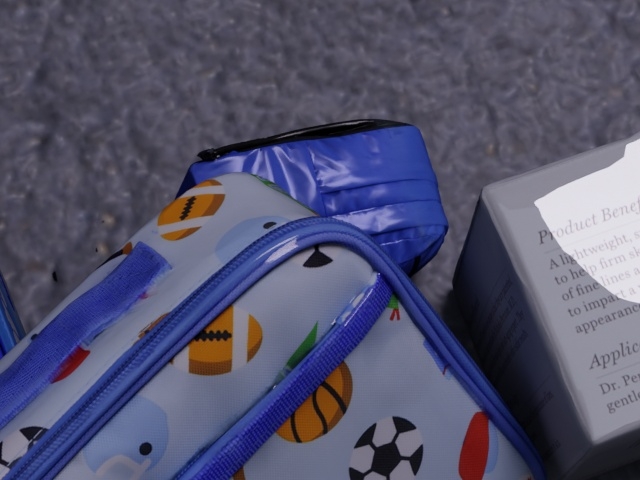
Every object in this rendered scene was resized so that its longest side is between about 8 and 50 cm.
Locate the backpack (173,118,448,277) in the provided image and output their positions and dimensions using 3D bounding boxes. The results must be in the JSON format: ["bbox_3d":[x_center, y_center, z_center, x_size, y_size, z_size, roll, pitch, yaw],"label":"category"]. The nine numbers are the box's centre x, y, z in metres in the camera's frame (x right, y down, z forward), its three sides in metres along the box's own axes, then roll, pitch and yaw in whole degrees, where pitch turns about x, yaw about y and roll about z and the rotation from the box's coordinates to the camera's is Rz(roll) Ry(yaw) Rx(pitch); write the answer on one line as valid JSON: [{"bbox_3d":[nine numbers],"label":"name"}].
[{"bbox_3d":[0.000,0.000,0.911,0.120,0.098,0.101,-16,82,-18],"label":"backpack"}]

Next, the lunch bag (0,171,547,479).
[{"bbox_3d":[-0.065,0.133,0.795,0.303,0.243,0.115,-45,37,-10],"label":"lunch bag"}]

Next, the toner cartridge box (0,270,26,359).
[{"bbox_3d":[-0.298,0.105,0.864,0.348,0.075,0.165,-24,64,-4],"label":"toner cartridge box"}]

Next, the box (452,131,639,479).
[{"bbox_3d":[0.166,0.022,0.858,0.181,0.182,0.119,-19,77,-5],"label":"box"}]
